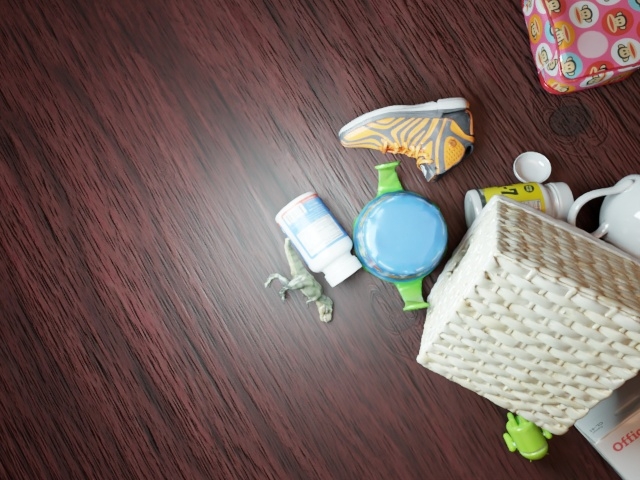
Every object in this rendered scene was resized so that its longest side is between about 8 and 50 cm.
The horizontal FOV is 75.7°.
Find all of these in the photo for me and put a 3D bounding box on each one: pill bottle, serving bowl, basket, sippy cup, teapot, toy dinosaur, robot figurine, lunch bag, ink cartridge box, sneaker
[{"bbox_3d":[0.000,0.000,1.011,0.124,0.124,0.221,-36,85,6],"label":"pill bottle"},{"bbox_3d":[0.454,-0.072,0.955,0.209,0.119,0.119,-7,88,7],"label":"pill bottle"},{"bbox_3d":[0.505,-0.170,0.991,0.084,0.027,0.083,-2,73,6],"label":"serving bowl"},{"bbox_3d":[0.414,0.145,0.825,0.332,0.266,0.328,27,124,8],"label":"basket"},{"bbox_3d":[0.185,-0.011,0.937,0.305,0.224,0.240,44,94,7],"label":"sippy cup"},{"bbox_3d":[0.697,-0.011,0.875,0.256,0.253,0.187,48,116,36],"label":"teapot"},{"bbox_3d":[-0.064,0.104,1.018,0.118,0.064,0.268,-19,123,17],"label":"toy dinosaur"},{"bbox_3d":[0.485,0.459,0.967,0.101,0.067,0.115,-29,86,12],"label":"robot figurine"},{"bbox_3d":[0.625,-0.504,0.939,0.259,0.120,0.292,-12,87,7],"label":"lunch bag"},{"bbox_3d":[0.764,0.469,0.899,0.226,0.131,0.306,-41,83,6],"label":"ink cartridge box"},{"bbox_3d":[0.212,-0.224,0.987,0.322,0.124,0.179,-10,87,7],"label":"sneaker"}]
